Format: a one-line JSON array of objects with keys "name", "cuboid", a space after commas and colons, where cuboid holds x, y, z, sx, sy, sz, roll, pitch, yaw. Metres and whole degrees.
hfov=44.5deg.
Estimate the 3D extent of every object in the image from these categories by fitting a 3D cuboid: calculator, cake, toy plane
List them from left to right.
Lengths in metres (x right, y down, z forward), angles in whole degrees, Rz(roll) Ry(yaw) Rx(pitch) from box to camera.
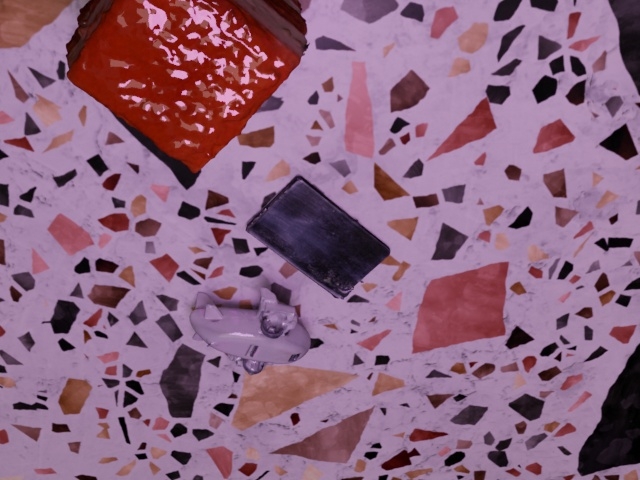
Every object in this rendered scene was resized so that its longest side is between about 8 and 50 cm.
[{"name": "cake", "cuboid": [-0.199, -0.304, 1.150, 0.269, 0.320, 0.270, 35, 113, -24]}, {"name": "toy plane", "cuboid": [-0.140, 0.181, 1.573, 0.252, 0.118, 0.252, 2, 138, 2]}, {"name": "calculator", "cuboid": [0.000, 0.000, 1.525, 0.261, 0.021, 0.161, 39, 112, -24]}]
